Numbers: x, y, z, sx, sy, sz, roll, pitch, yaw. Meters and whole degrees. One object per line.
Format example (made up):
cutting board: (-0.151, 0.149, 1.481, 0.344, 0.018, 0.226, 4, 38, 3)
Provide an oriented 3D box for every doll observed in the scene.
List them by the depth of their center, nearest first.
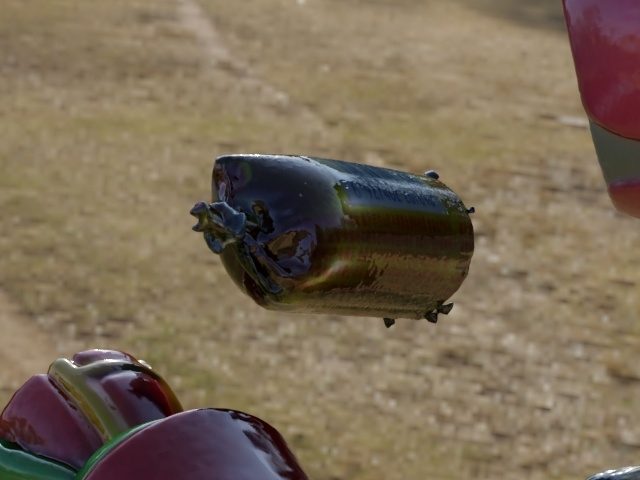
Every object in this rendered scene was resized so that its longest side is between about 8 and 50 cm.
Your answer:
doll: (-0.070, 0.192, 1.064, 0.182, 0.160, 0.363, 13, 24, -42)

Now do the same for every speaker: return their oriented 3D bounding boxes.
speaker: (0.299, -0.161, 1.434, 0.294, 0.294, 0.294, 6, 14, -1)

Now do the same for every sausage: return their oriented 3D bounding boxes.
sausage: (0.000, 0.002, 1.282, 0.117, 0.125, 0.317, -4, -4, 29)

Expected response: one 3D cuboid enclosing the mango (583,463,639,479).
mango: (0.368, 0.241, 1.475, 0.316, 0.193, 0.146, -5, 19, 12)
